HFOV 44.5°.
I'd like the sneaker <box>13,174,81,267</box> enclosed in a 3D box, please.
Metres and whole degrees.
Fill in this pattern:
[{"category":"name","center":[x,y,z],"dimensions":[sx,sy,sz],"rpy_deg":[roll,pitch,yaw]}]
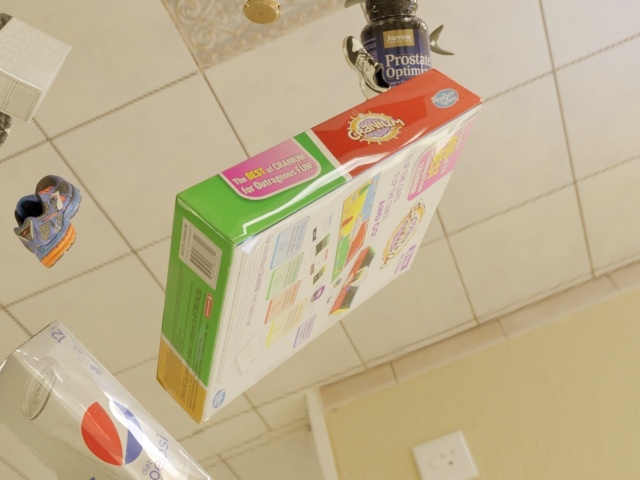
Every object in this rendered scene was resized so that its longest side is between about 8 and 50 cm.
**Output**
[{"category":"sneaker","center":[-0.442,-0.052,1.258],"dimensions":[0.083,0.221,0.087],"rpy_deg":[-40,125,8]}]

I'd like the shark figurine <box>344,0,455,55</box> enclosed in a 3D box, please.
[{"category":"shark figurine","center":[0.168,-0.492,1.735],"dimensions":[0.166,0.116,0.278],"rpy_deg":[-32,121,13]}]

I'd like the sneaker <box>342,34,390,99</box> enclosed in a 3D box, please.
[{"category":"sneaker","center":[0.058,-0.212,0.943],"dimensions":[0.037,0.032,0.083],"rpy_deg":[-13,112,50]}]

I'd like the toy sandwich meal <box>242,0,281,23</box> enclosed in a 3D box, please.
[{"category":"toy sandwich meal","center":[-0.120,-0.482,1.629],"dimensions":[0.086,0.029,0.085],"rpy_deg":[2,157,1]}]

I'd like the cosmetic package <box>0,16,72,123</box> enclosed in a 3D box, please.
[{"category":"cosmetic package","center":[-0.439,-0.253,1.144],"dimensions":[0.099,0.239,0.060],"rpy_deg":[28,111,-20]}]

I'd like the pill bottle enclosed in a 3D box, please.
[{"category":"pill bottle","center":[0.134,-0.322,1.386],"dimensions":[0.123,0.123,0.219],"rpy_deg":[-6,91,-8]}]

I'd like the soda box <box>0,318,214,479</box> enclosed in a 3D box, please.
[{"category":"soda box","center":[-0.265,0.238,0.936],"dimensions":[0.098,0.091,0.286],"rpy_deg":[-40,94,27]}]

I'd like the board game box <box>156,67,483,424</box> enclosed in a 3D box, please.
[{"category":"board game box","center":[0.000,0.000,0.719],"dimensions":[0.317,0.064,0.242],"rpy_deg":[-32,152,-38]}]

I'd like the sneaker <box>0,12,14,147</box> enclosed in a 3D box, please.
[{"category":"sneaker","center":[-0.753,-0.292,1.692],"dimensions":[0.182,0.410,0.158],"rpy_deg":[-16,137,43]}]
